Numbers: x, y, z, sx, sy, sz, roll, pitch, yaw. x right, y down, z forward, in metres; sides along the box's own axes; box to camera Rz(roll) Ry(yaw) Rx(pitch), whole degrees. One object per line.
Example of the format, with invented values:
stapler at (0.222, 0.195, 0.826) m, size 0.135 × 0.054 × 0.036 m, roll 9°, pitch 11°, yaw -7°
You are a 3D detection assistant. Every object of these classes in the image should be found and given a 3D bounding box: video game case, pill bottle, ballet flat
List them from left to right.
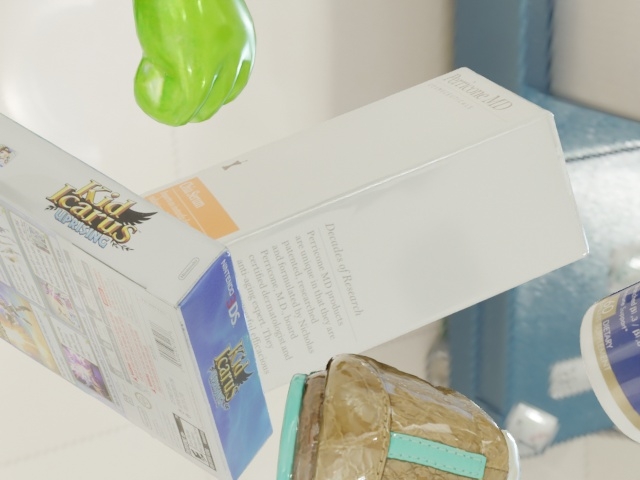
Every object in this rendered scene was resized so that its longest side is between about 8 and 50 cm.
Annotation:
video game case at (-0.158, 0.038, 1.108) m, size 0.061 × 0.244 × 0.269 m, roll -51°, pitch 157°, yaw -24°
ballet flat at (0.040, 0.118, 0.816) m, size 0.124 × 0.342 × 0.116 m, roll 9°, pitch 78°, yaw 0°
pill bottle at (0.240, 0.046, 0.877) m, size 0.094 × 0.169 × 0.094 m, roll 31°, pitch 44°, yaw -35°

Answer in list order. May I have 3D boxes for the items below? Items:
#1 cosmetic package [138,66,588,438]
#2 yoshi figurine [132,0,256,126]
cosmetic package at (0.000, 0.000, 1.519) m, size 0.453 × 0.230 × 0.161 m, roll -22°, pitch 112°, yaw -10°
yoshi figurine at (-0.105, -0.130, 0.552) m, size 0.362 × 0.203 × 0.204 m, roll -31°, pitch 103°, yaw -44°
